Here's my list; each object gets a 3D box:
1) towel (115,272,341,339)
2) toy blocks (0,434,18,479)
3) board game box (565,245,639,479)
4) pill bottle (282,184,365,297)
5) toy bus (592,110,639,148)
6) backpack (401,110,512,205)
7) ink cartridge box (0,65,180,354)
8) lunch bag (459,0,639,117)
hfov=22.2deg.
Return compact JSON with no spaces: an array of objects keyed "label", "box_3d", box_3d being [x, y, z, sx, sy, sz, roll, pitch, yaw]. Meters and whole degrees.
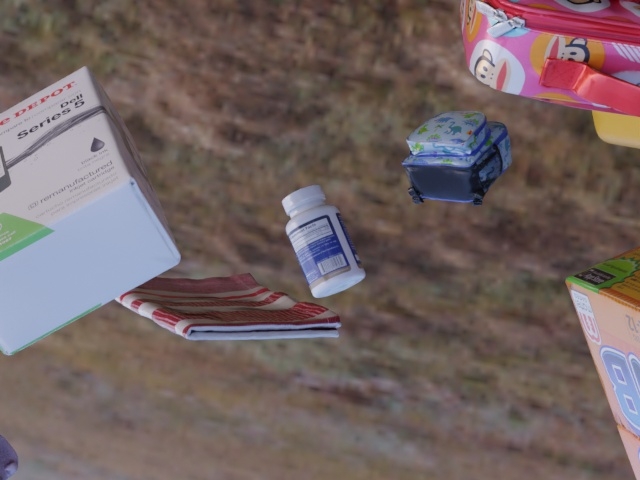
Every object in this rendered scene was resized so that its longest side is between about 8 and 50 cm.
[{"label":"towel","box_3d":[-0.142,0.090,2.278,0.237,0.037,0.329,-1,-171,-26]},{"label":"toy blocks","box_3d":[-0.376,0.135,1.246,0.260,0.288,0.309,-28,104,45]},{"label":"board game box","box_3d":[0.517,0.155,1.636,0.356,0.356,0.356,-23,-169,-7]},{"label":"pill bottle","box_3d":[0.000,0.000,1.881,0.067,0.120,0.067,-22,169,-4]},{"label":"toy bus","box_3d":[0.443,-0.181,2.123,0.130,0.108,0.332,-14,-172,-6]},{"label":"backpack","box_3d":[0.157,-0.099,1.828,0.105,0.084,0.114,4,-152,35]},{"label":"ink cartridge box","box_3d":[-0.275,-0.037,1.653,0.115,0.198,0.273,61,179,-34]},{"label":"lunch bag","box_3d":[0.276,-0.193,1.499,0.293,0.258,0.120,8,124,-4]}]
